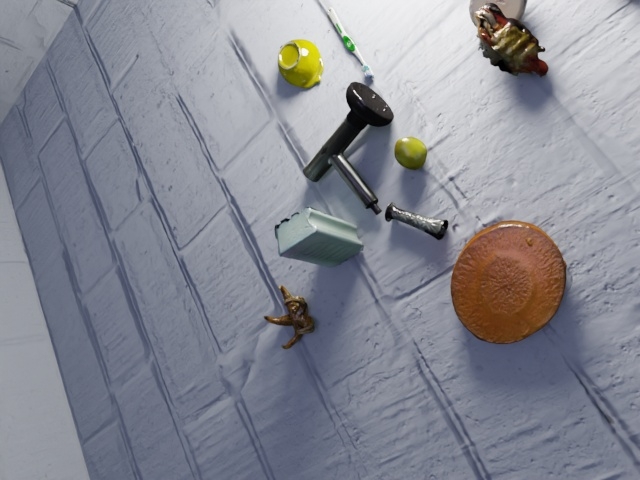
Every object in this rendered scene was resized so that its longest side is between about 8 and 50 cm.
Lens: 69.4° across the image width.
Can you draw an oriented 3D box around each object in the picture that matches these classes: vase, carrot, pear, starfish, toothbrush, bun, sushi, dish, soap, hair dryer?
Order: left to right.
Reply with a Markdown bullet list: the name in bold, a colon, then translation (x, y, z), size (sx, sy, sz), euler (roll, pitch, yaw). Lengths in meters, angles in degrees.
- **starfish**: translation (-0.101, 0.237, 1.464), size (0.146, 0.074, 0.189), euler (-33, 70, 26)
- **dish**: translation (-0.080, -0.584, 1.498), size (0.207, 0.080, 0.148), euler (47, 112, 27)
- **soap**: translation (0.000, 0.000, 1.309), size (0.150, 0.262, 0.094), euler (-27, 64, 30)
- **toothbrush**: translation (0.090, -0.611, 1.424), size (0.030, 0.030, 0.303), euler (-36, 66, 26)
- **hair dryer**: translation (0.128, -0.248, 1.358), size (0.284, 0.156, 0.320), euler (38, 122, 8)
- **pear**: translation (0.245, -0.242, 1.261), size (0.092, 0.097, 0.092), euler (-24, 42, 24)
- **vase**: translation (0.259, -0.054, 1.259), size (0.167, 0.059, 0.059), euler (23, 100, 31)
- **bun**: translation (0.446, -0.593, 1.155), size (0.138, 0.094, 0.138), euler (14, 125, 20)
- **carrot**: translation (0.445, 0.102, 1.119), size (0.259, 0.100, 0.306), euler (26, 109, 29)
- **sushi**: translation (0.450, -0.465, 1.116), size (0.226, 0.103, 0.097), euler (41, 78, 0)
